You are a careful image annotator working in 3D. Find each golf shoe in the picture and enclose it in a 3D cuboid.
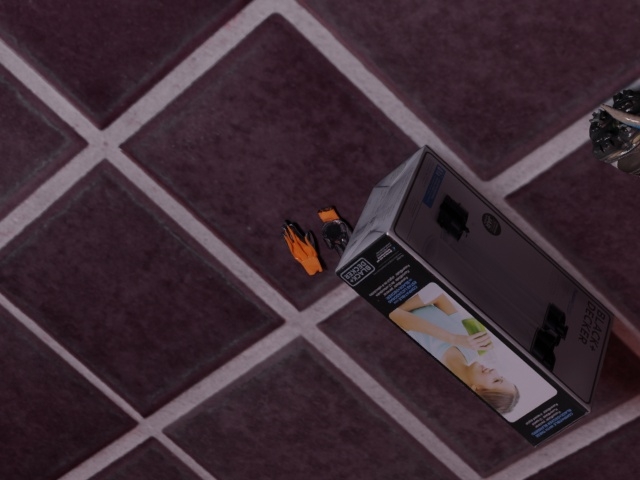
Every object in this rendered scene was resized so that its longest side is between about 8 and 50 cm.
[{"bbox_3d":[0.356,-0.124,1.726,0.094,0.077,0.198,34,135,-30],"label":"golf shoe"}]

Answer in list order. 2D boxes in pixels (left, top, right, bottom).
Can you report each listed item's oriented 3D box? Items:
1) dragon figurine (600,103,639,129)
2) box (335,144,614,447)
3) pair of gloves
[{"bbox_3d":[0.404,-0.074,1.664,0.289,0.085,0.144,-5,144,-2],"label":"dragon figurine"},{"bbox_3d":[0.167,0.058,1.873,0.290,0.169,0.087,42,127,-12],"label":"box"},{"bbox_3d":[0.000,0.000,1.995,0.083,0.010,0.074,-19,117,29],"label":"pair of gloves"}]
